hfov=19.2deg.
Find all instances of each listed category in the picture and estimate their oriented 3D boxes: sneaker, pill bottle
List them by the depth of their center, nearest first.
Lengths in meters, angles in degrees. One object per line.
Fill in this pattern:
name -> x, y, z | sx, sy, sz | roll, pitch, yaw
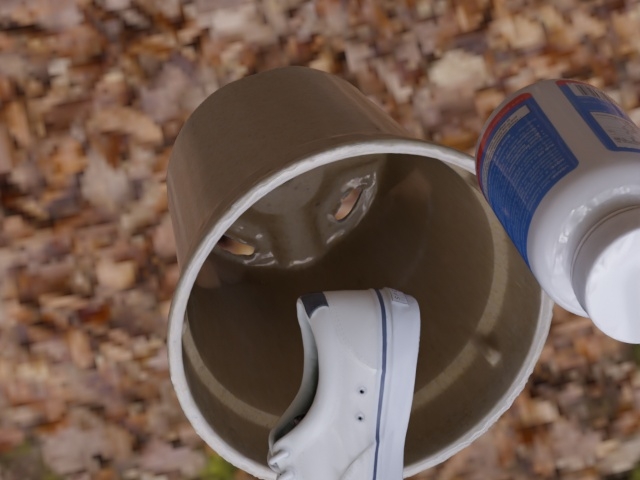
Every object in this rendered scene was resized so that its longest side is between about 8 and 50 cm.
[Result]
sneaker -> 0.007, 0.158, 1.298 | 0.091, 0.258, 0.094 | 6, 178, -10
pill bottle -> 0.195, -0.020, 1.344 | 0.124, 0.221, 0.124 | -5, 118, -9

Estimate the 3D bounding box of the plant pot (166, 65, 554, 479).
plant pot -> 0.000, 0.000, 1.690 | 0.334, 0.305, 0.333 | -7, 119, -13
